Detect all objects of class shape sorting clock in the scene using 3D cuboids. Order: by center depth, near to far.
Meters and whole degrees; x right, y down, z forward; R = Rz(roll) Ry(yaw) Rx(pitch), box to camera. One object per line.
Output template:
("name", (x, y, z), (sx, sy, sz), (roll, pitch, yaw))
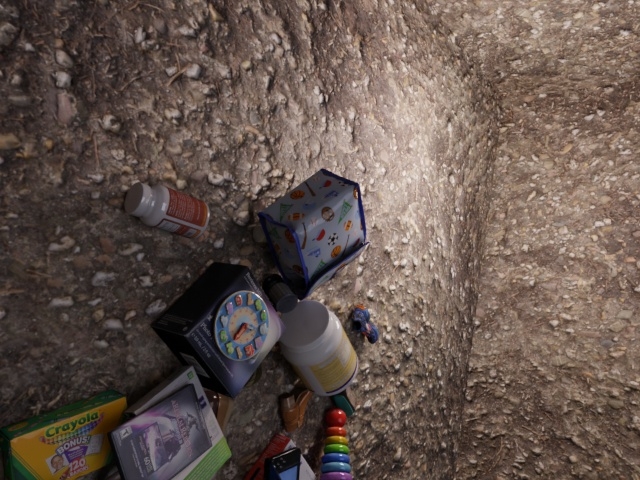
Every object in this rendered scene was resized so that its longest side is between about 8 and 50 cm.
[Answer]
("shape sorting clock", (-0.228, 0.252, 1.389), (0.206, 0.040, 0.206), (-3, 93, -49))

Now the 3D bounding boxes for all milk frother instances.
("milk frother", (-0.142, 0.218, 1.693), (0.129, 0.135, 0.143), (-49, 132, 5))

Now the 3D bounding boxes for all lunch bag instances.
("lunch bag", (0.000, 0.000, 1.681), (0.328, 0.239, 0.385), (-36, 137, -26))

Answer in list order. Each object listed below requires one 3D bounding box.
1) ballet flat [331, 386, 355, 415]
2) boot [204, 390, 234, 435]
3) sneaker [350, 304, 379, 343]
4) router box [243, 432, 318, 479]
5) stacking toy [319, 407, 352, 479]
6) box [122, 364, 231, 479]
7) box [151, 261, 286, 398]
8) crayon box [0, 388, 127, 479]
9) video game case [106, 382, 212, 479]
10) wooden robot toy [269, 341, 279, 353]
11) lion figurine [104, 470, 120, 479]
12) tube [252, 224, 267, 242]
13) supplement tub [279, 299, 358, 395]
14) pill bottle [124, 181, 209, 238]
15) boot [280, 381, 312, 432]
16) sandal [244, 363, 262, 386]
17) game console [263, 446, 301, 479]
("ballet flat", (0.078, 0.627, 2.032), (0.106, 0.108, 0.316), (-68, 146, -50))
("boot", (-0.399, 0.596, 1.481), (0.207, 0.090, 0.248), (26, 74, -35))
("sneaker", (0.197, 0.399, 2.168), (0.087, 0.083, 0.221), (-40, 118, -25))
("router box", (-0.161, 0.959, 1.768), (0.301, 0.082, 0.335), (-49, 127, -36))
("stacking toy", (0.061, 0.867, 1.948), (0.141, 0.141, 0.330), (43, 35, -43))
("box", (-0.399, 0.559, 1.342), (0.232, 0.058, 0.322), (-35, 106, -57))
("box", (-0.303, 0.273, 1.474), (0.294, 0.183, 0.296), (-52, 129, -36))
("crayon box", (-0.631, 0.507, 1.177), (0.278, 0.081, 0.165), (-10, 101, -49))
("video game case", (-0.416, 0.532, 1.248), (0.274, 0.026, 0.196), (-20, 95, -57))
("wooden robot toy", (-0.186, 0.368, 1.697), (0.173, 0.079, 0.076), (32, 69, -47))
("lion figurine", (-0.613, 0.697, 1.163), (0.240, 0.142, 0.392), (-53, 149, 14))
("tube", (-0.146, -0.023, 1.734), (0.070, 0.062, 0.240), (-49, 152, 25))
("supplement tub", (-0.011, 0.403, 1.756), (0.241, 0.241, 0.331), (-56, 139, -31))
("pill bottle", (-0.435, -0.088, 1.335), (0.216, 0.121, 0.121), (23, 75, -48))
("boot", (-0.078, 0.656, 1.857), (0.197, 0.073, 0.152), (-14, 103, -38))
("sandal", (-0.243, 0.432, 1.653), (0.072, 0.049, 0.180), (-2, 107, -26))
("game console", (-0.114, 0.913, 1.621), (0.250, 0.173, 0.293), (5, 90, -50))
